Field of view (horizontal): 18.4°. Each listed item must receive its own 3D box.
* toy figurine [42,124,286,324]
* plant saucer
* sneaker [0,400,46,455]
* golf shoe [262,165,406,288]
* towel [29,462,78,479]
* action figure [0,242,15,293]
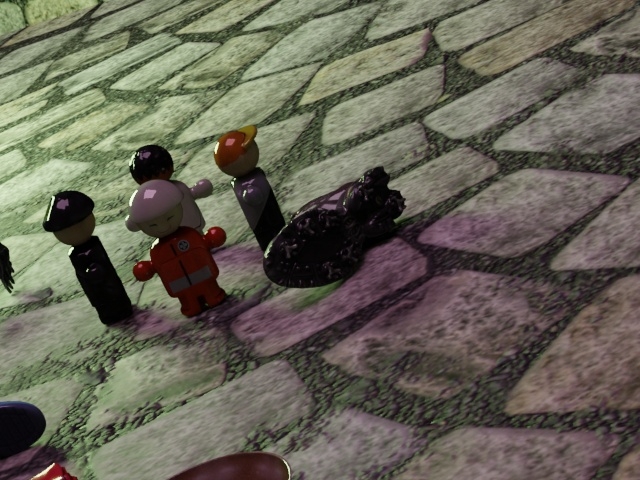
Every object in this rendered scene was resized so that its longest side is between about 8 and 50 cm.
[{"bbox_3d":[-0.160,-0.023,2.079,0.213,0.148,0.209,-7,25,44],"label":"toy figurine"},{"bbox_3d":[-0.094,0.220,1.514,0.168,0.029,0.168,-23,18,8],"label":"plant saucer"},{"bbox_3d":[-0.323,0.179,1.883,0.144,0.053,0.059,-16,18,21],"label":"sneaker"},{"bbox_3d":[0.000,0.000,1.953,0.094,0.077,0.198,-21,8,46],"label":"golf shoe"},{"bbox_3d":[-0.278,0.278,1.587,0.199,0.031,0.275,-26,18,-3],"label":"towel"},{"bbox_3d":[-0.509,0.061,2.318,0.275,0.141,0.164,-4,25,11],"label":"action figure"}]
